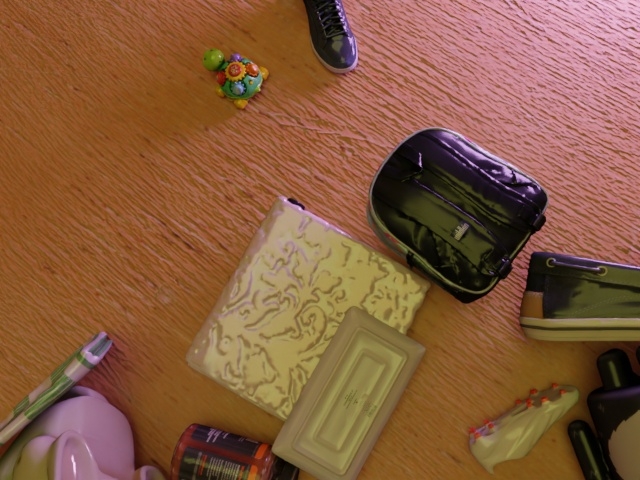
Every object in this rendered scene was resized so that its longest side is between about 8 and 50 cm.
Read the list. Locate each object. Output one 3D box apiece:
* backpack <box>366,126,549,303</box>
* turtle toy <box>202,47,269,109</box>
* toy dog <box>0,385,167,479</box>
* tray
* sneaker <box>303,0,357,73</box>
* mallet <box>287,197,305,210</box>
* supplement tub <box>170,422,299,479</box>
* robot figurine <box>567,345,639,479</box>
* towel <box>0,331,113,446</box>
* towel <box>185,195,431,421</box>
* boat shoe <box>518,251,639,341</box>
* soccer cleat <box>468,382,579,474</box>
[{"bbox_3d":[0.205,-0.049,0.993,0.253,0.191,0.225,36,83,6],"label":"backpack"},{"bbox_3d":[-0.168,-0.320,1.167,0.130,0.066,0.095,33,85,13],"label":"turtle toy"},{"bbox_3d":[-0.484,0.452,0.950,0.408,0.284,0.395,-39,55,0],"label":"toy dog"},{"bbox_3d":[0.048,0.255,0.979,0.145,0.030,0.270,30,83,0],"label":"tray"},{"bbox_3d":[0.005,-0.432,1.117,0.086,0.163,0.226,-20,78,2],"label":"sneaker"},{"bbox_3d":[0.000,0.000,1.096,0.190,0.039,0.062,38,86,9],"label":"mallet"},{"bbox_3d":[-0.138,0.376,1.001,0.198,0.106,0.106,13,81,11],"label":"supplement tub"},{"bbox_3d":[0.499,0.290,0.889,0.174,0.209,0.278,-10,76,-18],"label":"robot figurine"},{"bbox_3d":[-0.484,0.276,0.985,0.325,0.248,0.038,-40,98,-11],"label":"towel"},{"bbox_3d":[-0.019,0.138,1.044,0.317,0.053,0.331,29,85,5],"label":"towel"},{"bbox_3d":[0.559,0.069,0.926,0.500,0.187,0.156,-3,84,13],"label":"boat shoe"},{"bbox_3d":[0.330,0.298,0.975,0.196,0.068,0.076,-31,91,2],"label":"soccer cleat"}]
